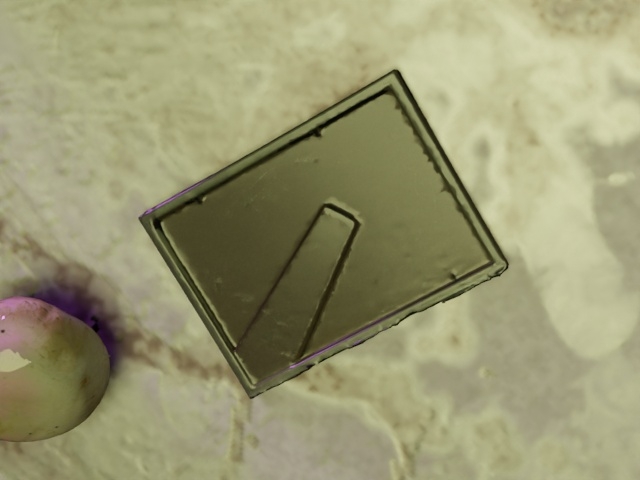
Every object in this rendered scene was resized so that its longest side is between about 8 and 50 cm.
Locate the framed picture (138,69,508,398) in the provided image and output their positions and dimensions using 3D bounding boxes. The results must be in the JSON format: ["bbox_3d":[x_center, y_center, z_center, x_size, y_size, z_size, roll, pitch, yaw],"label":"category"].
[{"bbox_3d":[0.000,0.000,0.652,0.149,0.011,0.109,-28,97,17],"label":"framed picture"}]

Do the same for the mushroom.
[{"bbox_3d":[-0.146,0.061,0.668,0.084,0.067,0.083,-1,145,-1],"label":"mushroom"}]
